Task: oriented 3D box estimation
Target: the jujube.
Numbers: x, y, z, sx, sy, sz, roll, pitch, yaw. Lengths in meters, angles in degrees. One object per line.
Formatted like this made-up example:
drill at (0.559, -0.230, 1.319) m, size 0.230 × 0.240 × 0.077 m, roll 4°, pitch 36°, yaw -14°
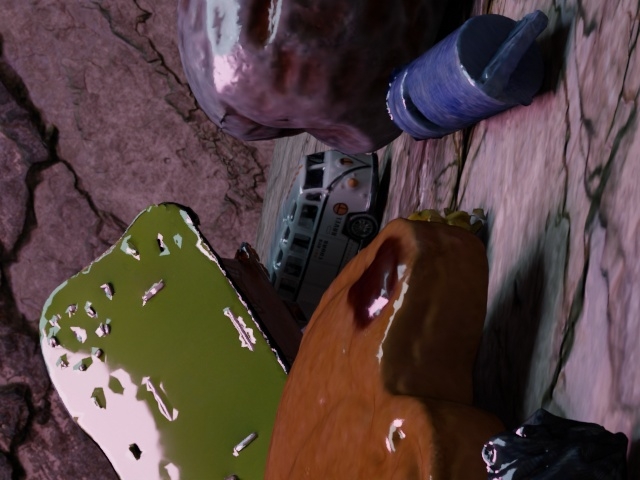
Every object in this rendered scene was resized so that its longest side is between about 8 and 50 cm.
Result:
jujube at (0.008, -0.226, 1.495) m, size 0.246 × 0.215 × 0.308 m, roll 35°, pitch -119°, yaw -71°

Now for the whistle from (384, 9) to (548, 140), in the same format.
whistle at (0.090, -0.103, 1.178) m, size 0.304 × 0.062 × 0.062 m, roll 175°, pitch 107°, yaw -84°

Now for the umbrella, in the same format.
umbrella at (0.076, 0.181, 0.740) m, size 0.080 × 0.071 × 0.224 m, roll 2°, pitch -85°, yaw -68°

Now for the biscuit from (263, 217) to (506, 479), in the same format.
biscuit at (0.019, 0.216, 0.975) m, size 0.455 × 0.078 × 0.350 m, roll -95°, pitch 17°, yaw -46°

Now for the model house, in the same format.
model house at (-0.095, 0.132, 1.660) m, size 0.207 × 0.294 × 0.154 m, roll -40°, pitch -21°, yaw 19°

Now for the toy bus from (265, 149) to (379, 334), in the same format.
toy bus at (0.000, 0.000, 1.728) m, size 0.087 × 0.089 × 0.194 m, roll -86°, pitch 10°, yaw -52°

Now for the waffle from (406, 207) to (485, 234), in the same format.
waffle at (0.052, 0.106, 1.208) m, size 0.245 × 0.052 × 0.254 m, roll 113°, pitch 167°, yaw -69°
